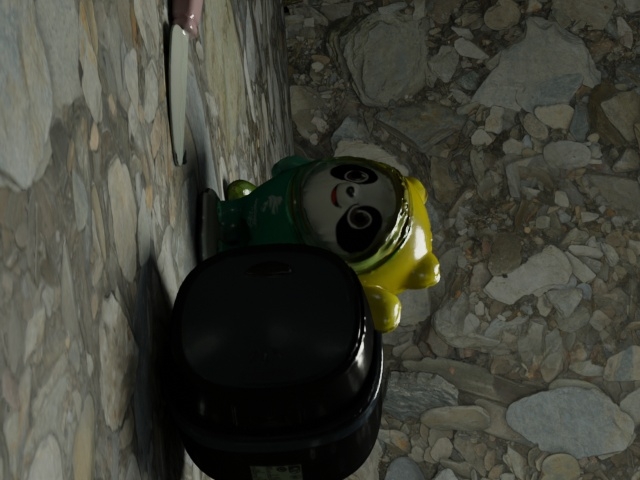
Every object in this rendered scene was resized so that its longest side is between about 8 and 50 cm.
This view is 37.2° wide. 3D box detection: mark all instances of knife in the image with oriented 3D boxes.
[{"bbox_3d":[-0.182,-0.259,1.264,0.081,0.043,0.336,66,20,-65],"label":"knife"}]

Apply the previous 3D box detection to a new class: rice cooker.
[{"bbox_3d":[-0.049,0.153,1.074,0.224,0.267,0.267,87,0,-45],"label":"rice cooker"}]

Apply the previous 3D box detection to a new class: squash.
[{"bbox_3d":[-0.125,-0.038,1.754,0.258,0.069,0.069,80,5,-61],"label":"squash"}]

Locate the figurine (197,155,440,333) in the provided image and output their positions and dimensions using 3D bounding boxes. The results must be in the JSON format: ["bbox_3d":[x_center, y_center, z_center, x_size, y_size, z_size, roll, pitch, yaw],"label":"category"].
[{"bbox_3d":[0.000,0.000,1.402,0.231,0.340,0.324,81,6,-55],"label":"figurine"}]
